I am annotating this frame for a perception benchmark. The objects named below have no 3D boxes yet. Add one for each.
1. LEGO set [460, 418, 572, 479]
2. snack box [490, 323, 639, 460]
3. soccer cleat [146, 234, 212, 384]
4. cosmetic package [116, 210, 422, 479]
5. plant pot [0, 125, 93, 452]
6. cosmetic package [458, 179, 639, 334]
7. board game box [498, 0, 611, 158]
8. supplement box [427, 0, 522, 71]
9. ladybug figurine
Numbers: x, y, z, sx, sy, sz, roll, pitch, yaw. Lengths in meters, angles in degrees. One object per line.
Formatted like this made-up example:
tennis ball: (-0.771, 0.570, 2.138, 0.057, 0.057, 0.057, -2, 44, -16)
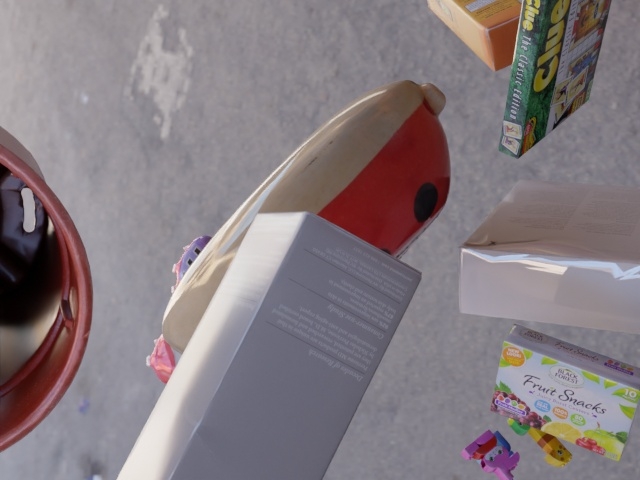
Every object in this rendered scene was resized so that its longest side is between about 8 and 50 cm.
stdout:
LEGO set: (0.297, 0.273, 1.470, 0.093, 0.227, 0.087, 48, 152, 20)
snack box: (0.251, 0.154, 1.095, 0.141, 0.037, 0.100, 19, 127, 21)
soccer cleat: (-0.170, 0.097, 1.536, 0.095, 0.083, 0.248, -4, 49, 24)
cosmetic package: (-0.041, 0.103, 0.737, 0.238, 0.107, 0.127, -65, 18, -6)
plant pot: (-0.324, 0.008, 0.868, 0.265, 0.272, 0.272, -128, 53, -70)
cosmetic package: (0.390, 0.018, 1.314, 0.377, 0.284, 0.097, 6, 110, 24)
board game box: (0.233, -0.211, 1.023, 0.030, 0.136, 0.259, 35, 145, 29)
supplement box: (0.231, -0.342, 1.592, 0.233, 0.080, 0.078, 56, 171, 49)
ladybug figurine: (0.000, 0.000, 1.282, 0.162, 0.305, 0.449, 45, 108, 7)
